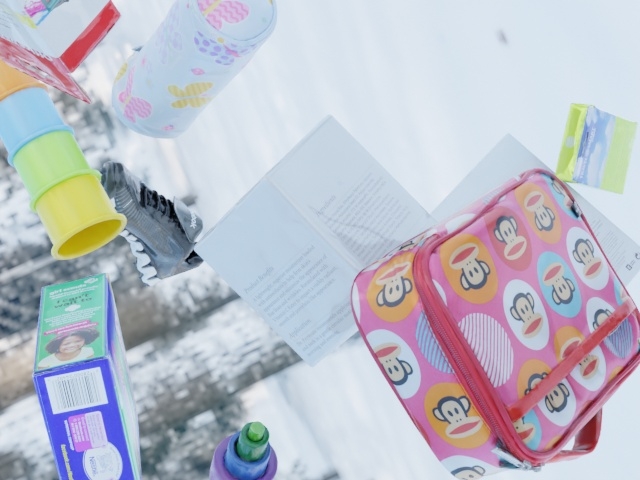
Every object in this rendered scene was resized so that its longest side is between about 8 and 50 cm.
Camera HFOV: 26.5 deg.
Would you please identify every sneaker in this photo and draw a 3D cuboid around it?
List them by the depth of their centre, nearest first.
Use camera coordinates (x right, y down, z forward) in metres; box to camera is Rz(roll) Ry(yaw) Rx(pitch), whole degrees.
[{"bbox_3d":[-0.207,-0.029,1.731,0.234,0.106,0.078,71,-171,-52],"label":"sneaker"}]

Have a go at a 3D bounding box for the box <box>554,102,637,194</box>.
[{"bbox_3d":[0.381,-0.127,1.889,0.042,0.178,0.109,13,94,35],"label":"box"}]

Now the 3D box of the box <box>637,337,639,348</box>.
[{"bbox_3d":[0.386,0.208,0.946,0.279,0.177,0.290,-121,11,-72],"label":"box"}]

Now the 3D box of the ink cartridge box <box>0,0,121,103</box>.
[{"bbox_3d":[-0.267,-0.231,1.177,0.134,0.078,0.231,27,160,33],"label":"ink cartridge box"}]

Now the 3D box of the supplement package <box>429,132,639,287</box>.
[{"bbox_3d":[0.273,0.034,1.913,0.262,0.199,0.198,42,155,6],"label":"supplement package"}]

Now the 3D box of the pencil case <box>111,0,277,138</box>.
[{"bbox_3d":[-0.155,-0.226,1.629,0.273,0.113,0.124,-36,52,54],"label":"pencil case"}]

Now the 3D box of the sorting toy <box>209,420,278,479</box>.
[{"bbox_3d":[-0.114,0.309,1.231,0.126,0.127,0.366,107,-175,-51],"label":"sorting toy"}]

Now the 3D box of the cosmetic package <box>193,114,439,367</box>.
[{"bbox_3d":[0.000,0.000,1.437,0.184,0.151,0.151,46,132,-3],"label":"cosmetic package"}]

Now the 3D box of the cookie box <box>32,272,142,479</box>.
[{"bbox_3d":[-0.121,0.080,0.715,0.107,0.040,0.092,-113,13,-66],"label":"cookie box"}]

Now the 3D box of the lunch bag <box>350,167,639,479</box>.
[{"bbox_3d":[0.180,0.090,1.257,0.120,0.293,0.258,-27,93,40],"label":"lunch bag"}]

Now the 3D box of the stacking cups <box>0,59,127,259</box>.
[{"bbox_3d":[-0.336,-0.133,1.590,0.316,0.096,0.096,61,171,16],"label":"stacking cups"}]
